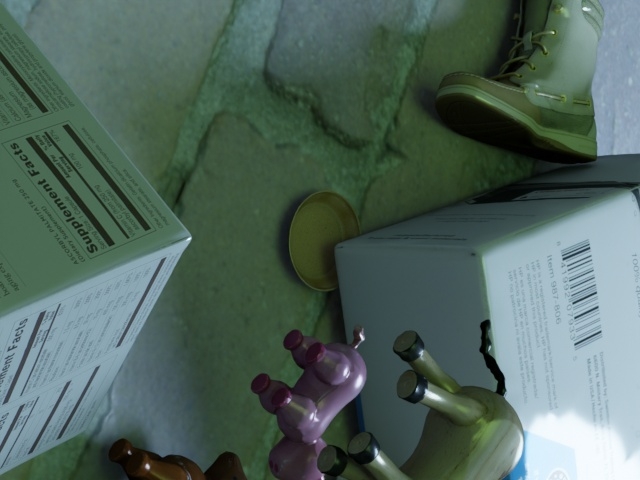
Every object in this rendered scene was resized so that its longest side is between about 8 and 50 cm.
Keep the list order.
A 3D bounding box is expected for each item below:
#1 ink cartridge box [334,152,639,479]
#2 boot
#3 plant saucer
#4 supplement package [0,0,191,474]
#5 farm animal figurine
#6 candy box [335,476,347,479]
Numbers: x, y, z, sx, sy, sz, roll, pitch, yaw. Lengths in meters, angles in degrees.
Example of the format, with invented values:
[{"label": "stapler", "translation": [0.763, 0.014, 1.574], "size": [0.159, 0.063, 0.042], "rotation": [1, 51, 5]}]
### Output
[{"label": "ink cartridge box", "translation": [0.217, 0.095, 1.311], "size": [0.395, 0.166, 0.285], "rotation": [-18, 105, -44]}, {"label": "boot", "translation": [0.189, -0.169, 1.346], "size": [0.213, 0.077, 0.165], "rotation": [15, 80, -44]}, {"label": "plant saucer", "translation": [0.000, 0.000, 1.211], "size": [0.083, 0.015, 0.083], "rotation": [-2, 93, -43]}, {"label": "supplement package", "translation": [-0.229, -0.015, 0.787], "size": [0.145, 0.204, 0.262], "rotation": [-25, 68, -40]}, {"label": "farm animal figurine", "translation": [-0.016, 0.235, 0.970], "size": [0.172, 0.330, 0.327], "rotation": [41, 46, -31]}, {"label": "candy box", "translation": [0.015, 0.314, 1.185], "size": [0.165, 0.070, 0.196], "rotation": [-32, 116, -42]}]
